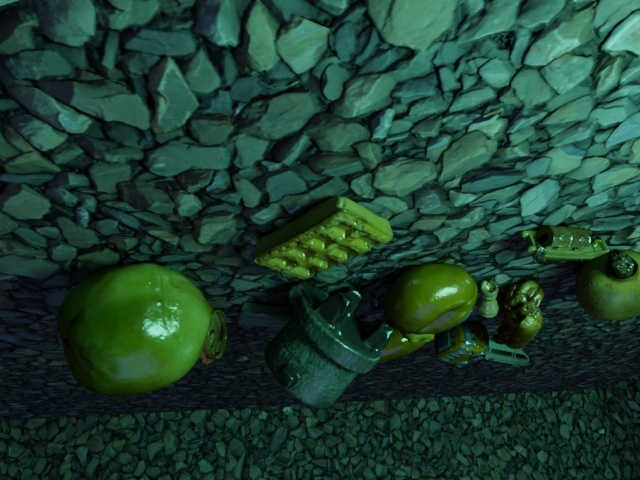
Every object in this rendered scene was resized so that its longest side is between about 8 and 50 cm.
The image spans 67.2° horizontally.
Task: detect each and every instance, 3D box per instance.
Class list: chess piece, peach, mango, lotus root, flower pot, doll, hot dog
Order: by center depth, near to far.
[{"bbox_3d":[-0.423,0.206,1.107,0.315,0.282,0.314,6,146,-37],"label":"peach"},{"bbox_3d":[0.758,0.105,1.232,0.182,0.183,0.310,-13,150,15],"label":"lotus root"},{"bbox_3d":[0.010,0.248,1.268,0.283,0.299,0.299,-49,138,12],"label":"flower pot"},{"bbox_3d":[0.292,0.156,1.269,0.250,0.153,0.251,-8,154,-4],"label":"peach"},{"bbox_3d":[0.488,0.168,1.407,0.066,0.066,0.122,-10,137,10],"label":"chess piece"},{"bbox_3d":[0.278,0.241,1.453,0.220,0.136,0.143,16,156,-28],"label":"doll"},{"bbox_3d":[0.599,0.235,1.481,0.116,0.159,0.349,8,160,16],"label":"hot dog"},{"bbox_3d":[0.261,0.360,1.705,0.253,0.113,0.139,-13,149,-1],"label":"mango"}]

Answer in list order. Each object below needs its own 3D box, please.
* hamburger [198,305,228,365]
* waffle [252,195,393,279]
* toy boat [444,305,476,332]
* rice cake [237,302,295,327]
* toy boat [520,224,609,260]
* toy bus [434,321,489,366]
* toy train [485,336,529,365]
[{"bbox_3d":[-0.351,0.267,1.370,0.136,0.176,0.175,-1,153,7],"label":"hamburger"},{"bbox_3d":[0.000,0.000,1.017,0.274,0.057,0.167,-27,145,36],"label":"waffle"},{"bbox_3d":[0.419,0.205,1.481,0.102,0.088,0.215,-33,162,-24],"label":"toy boat"},{"bbox_3d":[-0.130,0.229,1.456,0.236,0.043,0.127,5,150,-20],"label":"rice cake"},{"bbox_3d":[0.571,0.007,1.116,0.225,0.068,0.088,4,143,-15],"label":"toy boat"},{"bbox_3d":[0.510,0.377,1.767,0.136,0.126,0.209,13,149,-15],"label":"toy bus"},{"bbox_3d":[0.753,0.456,1.992,0.406,0.088,0.086,19,179,-39],"label":"toy train"}]
